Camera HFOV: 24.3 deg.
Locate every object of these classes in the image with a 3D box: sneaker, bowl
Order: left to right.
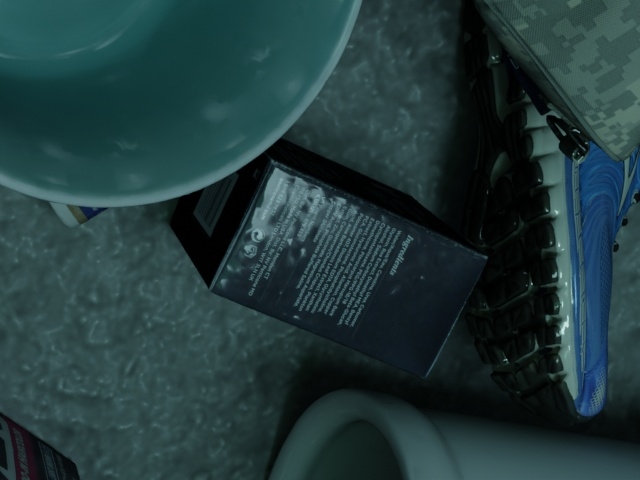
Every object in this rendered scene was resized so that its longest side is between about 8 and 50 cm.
[{"bbox_3d":[-0.141,-0.186,0.859,0.312,0.163,0.311,-8,107,-29],"label":"bowl"},{"bbox_3d":[0.182,-0.041,0.991,0.147,0.130,0.330,6,83,-22],"label":"sneaker"}]

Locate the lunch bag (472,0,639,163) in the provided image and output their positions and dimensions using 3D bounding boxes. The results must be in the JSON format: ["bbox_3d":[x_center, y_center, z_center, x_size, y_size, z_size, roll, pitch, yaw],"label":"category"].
[{"bbox_3d":[0.199,-0.210,0.794,0.305,0.212,0.256,-33,110,15],"label":"lunch bag"}]

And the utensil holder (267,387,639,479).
[{"bbox_3d":[0.172,0.284,1.009,0.385,0.327,0.327,10,102,-19],"label":"utensil holder"}]

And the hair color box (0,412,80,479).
[{"bbox_3d":[-0.307,0.116,0.912,0.347,0.174,0.105,38,93,-21],"label":"hair color box"}]

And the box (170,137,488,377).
[{"bbox_3d":[0.000,0.000,0.971,0.158,0.156,0.093,23,99,-19],"label":"box"}]

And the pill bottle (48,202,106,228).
[{"bbox_3d":[-0.129,-0.065,0.967,0.120,0.067,0.067,-32,110,-5],"label":"pill bottle"}]
